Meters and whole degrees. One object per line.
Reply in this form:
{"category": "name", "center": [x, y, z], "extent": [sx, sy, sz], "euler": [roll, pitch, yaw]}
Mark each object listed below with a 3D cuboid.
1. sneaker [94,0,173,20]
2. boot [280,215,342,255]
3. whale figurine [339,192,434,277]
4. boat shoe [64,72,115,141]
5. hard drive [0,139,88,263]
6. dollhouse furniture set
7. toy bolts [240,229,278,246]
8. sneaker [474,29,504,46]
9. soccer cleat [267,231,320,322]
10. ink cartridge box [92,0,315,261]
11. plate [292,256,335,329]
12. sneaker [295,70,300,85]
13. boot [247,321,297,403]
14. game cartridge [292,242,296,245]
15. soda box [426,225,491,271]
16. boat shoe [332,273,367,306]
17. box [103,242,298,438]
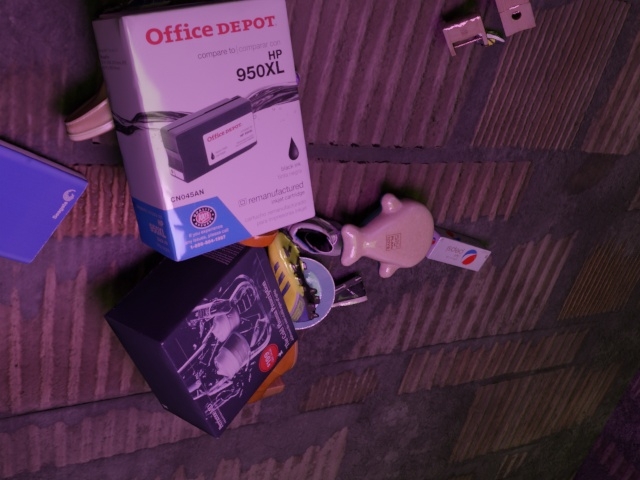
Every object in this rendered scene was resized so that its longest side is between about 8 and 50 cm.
{"category": "sneaker", "center": [-0.320, -0.393, 1.182], "extent": [0.135, 0.052, 0.058], "euler": [-20, 141, -7]}
{"category": "boot", "center": [0.000, 0.000, 1.601], "extent": [0.258, 0.123, 0.095], "euler": [24, 108, -40]}
{"category": "whale figurine", "center": [0.147, -0.016, 1.656], "extent": [0.272, 0.141, 0.216], "euler": [-13, 113, -30]}
{"category": "boat shoe", "center": [-0.340, -0.293, 1.201], "extent": [0.302, 0.109, 0.098], "euler": [-39, 127, -9]}
{"category": "hard drive", "center": [-0.604, -0.083, 1.195], "extent": [0.210, 0.040, 0.319], "euler": [-50, 143, 10]}
{"category": "dollhouse furniture set", "center": [0.349, -0.516, 1.462], "extent": [0.184, 0.129, 0.129], "euler": [-16, 136, 19]}
{"category": "toy bolts", "center": [-0.133, -0.108, 1.410], "extent": [0.229, 0.218, 0.158], "euler": [-13, 124, -46]}
{"category": "sneaker", "center": [0.388, -0.465, 1.565], "extent": [0.083, 0.031, 0.035], "euler": [6, 132, -29]}
{"category": "soccer cleat", "center": [-0.085, 0.095, 1.547], "extent": [0.121, 0.093, 0.289], "euler": [-6, 137, 13]}
{"category": "ink cartridge box", "center": [-0.189, -0.201, 1.160], "extent": [0.286, 0.166, 0.394], "euler": [-20, 113, -29]}
{"category": "plate", "center": [-0.058, 0.129, 1.672], "extent": [0.188, 0.024, 0.188], "euler": [-2, 104, -9]}
{"category": "sneaker", "center": [-0.093, -0.271, 1.385], "extent": [0.068, 0.071, 0.169], "euler": [25, 106, -40]}
{"category": "boot", "center": [-0.181, 0.319, 1.741], "extent": [0.211, 0.104, 0.295], "euler": [-7, 130, -27]}
{"category": "game cartridge", "center": [-0.083, 0.046, 1.660], "extent": [0.056, 0.017, 0.083], "euler": [-14, 128, -18]}
{"category": "soda box", "center": [0.370, 0.022, 1.878], "extent": [0.216, 0.069, 0.073], "euler": [15, 114, -37]}
{"category": "boat shoe", "center": [0.005, 0.140, 1.756], "extent": [0.233, 0.084, 0.079], "euler": [-10, 91, -17]}
{"category": "box", "center": [-0.240, 0.193, 1.479], "extent": [0.312, 0.179, 0.343], "euler": [-49, 140, -31]}
